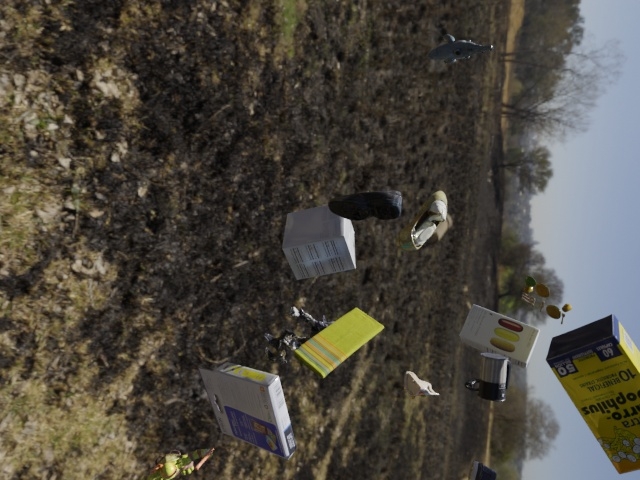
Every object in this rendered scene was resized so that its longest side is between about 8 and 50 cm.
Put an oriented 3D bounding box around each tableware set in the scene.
[{"bbox_3d":[0.682,0.175,1.428,0.024,0.154,0.103,-26,129,-23],"label":"tableware set"}]

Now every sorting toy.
[{"bbox_3d":[0.266,0.385,1.231,0.083,0.075,0.044,-135,-121,-69],"label":"sorting toy"}]

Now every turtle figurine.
[{"bbox_3d":[-0.426,0.636,1.305,0.270,0.087,0.217,-28,165,-22],"label":"turtle figurine"}]

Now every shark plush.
[{"bbox_3d":[0.360,-0.480,1.215,0.067,0.161,0.073,-34,137,-40],"label":"shark plush"}]

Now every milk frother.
[{"bbox_3d":[0.534,0.431,1.530,0.129,0.143,0.134,8,87,-54],"label":"milk frother"}]

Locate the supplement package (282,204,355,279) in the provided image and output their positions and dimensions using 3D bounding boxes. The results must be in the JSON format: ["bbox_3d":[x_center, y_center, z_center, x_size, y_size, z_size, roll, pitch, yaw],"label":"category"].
[{"bbox_3d":[0.000,0.000,1.566,0.194,0.203,0.149,-86,161,-51],"label":"supplement package"}]

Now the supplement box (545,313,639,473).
[{"bbox_3d":[0.833,0.424,1.332,0.356,0.194,0.195,59,32,7],"label":"supplement box"}]

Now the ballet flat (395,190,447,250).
[{"bbox_3d":[0.456,-0.081,1.985,0.348,0.123,0.123,-45,141,-22],"label":"ballet flat"}]

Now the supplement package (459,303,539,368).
[{"bbox_3d":[0.665,0.357,1.759,0.138,0.244,0.134,-63,151,-13],"label":"supplement package"}]

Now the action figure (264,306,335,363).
[{"bbox_3d":[-0.075,0.326,1.629,0.141,0.276,0.164,48,25,-29],"label":"action figure"}]

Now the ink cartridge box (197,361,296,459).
[{"bbox_3d":[-0.243,0.555,1.579,0.072,0.308,0.303,-37,124,-46],"label":"ink cartridge box"}]

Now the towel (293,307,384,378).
[{"bbox_3d":[0.050,0.255,1.197,0.237,0.102,0.021,-28,139,-38],"label":"towel"}]

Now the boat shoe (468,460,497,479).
[{"bbox_3d":[0.407,0.661,1.220,0.075,0.065,0.205,-47,144,-59],"label":"boat shoe"}]

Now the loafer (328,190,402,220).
[{"bbox_3d":[0.102,-0.084,1.074,0.062,0.170,0.061,74,28,-46],"label":"loafer"}]
